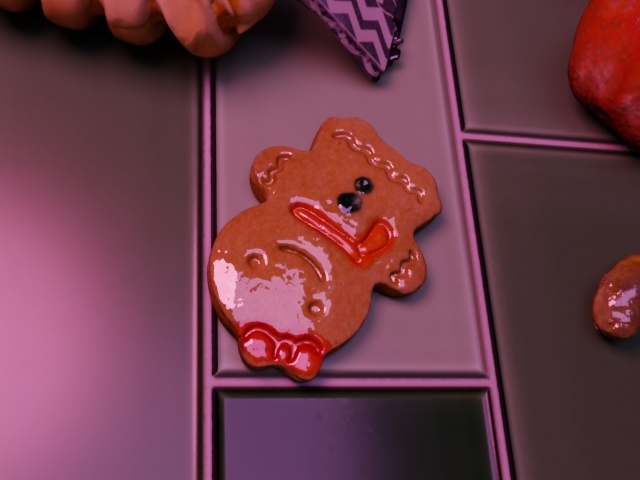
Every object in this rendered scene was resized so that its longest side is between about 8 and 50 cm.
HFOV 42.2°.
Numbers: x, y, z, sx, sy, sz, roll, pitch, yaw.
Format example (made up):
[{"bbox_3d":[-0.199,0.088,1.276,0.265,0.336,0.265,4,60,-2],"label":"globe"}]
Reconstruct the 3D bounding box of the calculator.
[{"bbox_3d":[0.038,-0.290,0.733,0.165,0.028,0.274,41,53,-42],"label":"calculator"}]

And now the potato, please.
[{"bbox_3d":[0.254,0.043,0.684,0.092,0.045,0.046,-45,119,-24],"label":"potato"}]

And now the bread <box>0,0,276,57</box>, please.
[{"bbox_3d":[-0.181,-0.244,0.654,0.311,0.121,0.173,19,66,-8],"label":"bread"}]

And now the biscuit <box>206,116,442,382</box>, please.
[{"bbox_3d":[0.000,0.000,0.642,0.166,0.036,0.225,41,63,4],"label":"biscuit"}]

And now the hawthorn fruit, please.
[{"bbox_3d":[0.304,-0.177,0.714,0.156,0.194,0.157,5,55,-7],"label":"hawthorn fruit"}]
